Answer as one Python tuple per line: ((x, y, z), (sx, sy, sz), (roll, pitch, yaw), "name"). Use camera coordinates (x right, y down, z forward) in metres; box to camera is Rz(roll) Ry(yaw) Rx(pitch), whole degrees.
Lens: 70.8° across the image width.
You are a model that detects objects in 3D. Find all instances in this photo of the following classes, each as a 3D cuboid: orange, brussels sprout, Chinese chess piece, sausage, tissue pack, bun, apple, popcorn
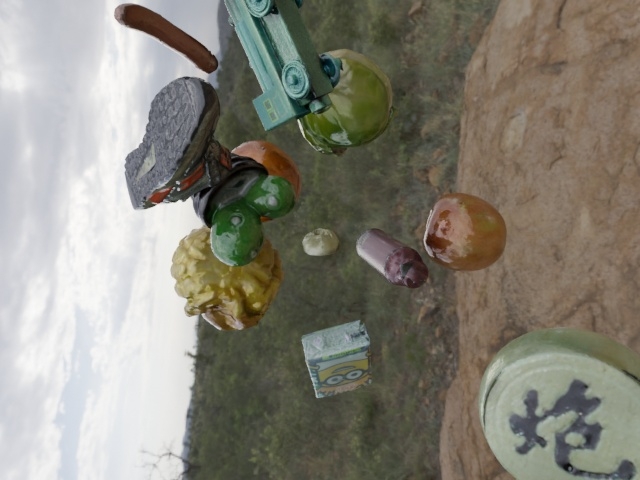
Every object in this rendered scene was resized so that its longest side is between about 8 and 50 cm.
((-0.173, -0.168, 1.300), (0.240, 0.240, 0.240), (-175, 90, -77), "orange")
((0.059, -0.358, 1.185), (0.294, 0.259, 0.227), (61, -144, -46), "brussels sprout")
((0.495, 0.348, 0.890), (0.146, 0.349, 0.349), (-19, -59, -60), "Chinese chess piece")
((-0.238, -0.321, 0.716), (0.043, 0.186, 0.043), (-6, 79, 32), "sausage")
((0.068, 0.437, 1.633), (0.311, 0.228, 0.128), (80, 175, -46), "tissue pack")
((0.000, 0.000, 1.028), (0.086, 0.086, 0.054), (-122, 25, -69), "bun")
((0.424, -0.018, 1.333), (0.253, 0.254, 0.253), (-175, 90, -77), "apple")
((-0.296, 0.118, 1.402), (0.381, 0.349, 0.349), (133, 141, -54), "popcorn")

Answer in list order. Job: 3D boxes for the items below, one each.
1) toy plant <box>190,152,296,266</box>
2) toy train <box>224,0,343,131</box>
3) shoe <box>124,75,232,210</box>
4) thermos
((-0.173, -0.076, 0.946), (0.235, 0.218, 0.175), (40, 166, 24), "toy plant")
((-0.087, -0.375, 0.883), (0.194, 0.120, 0.298), (-12, 106, 48), "toy train")
((-0.222, -0.152, 0.804), (0.336, 0.171, 0.132), (-32, 72, 47), "shoe")
((0.210, 0.065, 1.271), (0.136, 0.109, 0.330), (66, 173, -18), "thermos")
